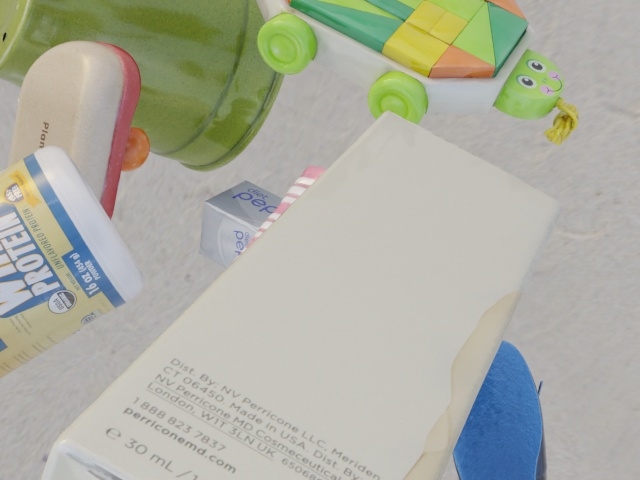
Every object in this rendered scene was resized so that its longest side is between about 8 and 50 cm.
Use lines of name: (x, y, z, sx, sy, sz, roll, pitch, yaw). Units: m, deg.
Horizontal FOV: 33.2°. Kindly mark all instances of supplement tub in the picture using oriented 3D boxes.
supplement tub: (-0.260, 0.030, 0.864, 0.199, 0.144, 0.144, -32, 91, -8)

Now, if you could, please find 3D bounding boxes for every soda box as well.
soda box: (-0.028, 0.023, 1.474, 0.286, 0.091, 0.098, 28, 36, 25)

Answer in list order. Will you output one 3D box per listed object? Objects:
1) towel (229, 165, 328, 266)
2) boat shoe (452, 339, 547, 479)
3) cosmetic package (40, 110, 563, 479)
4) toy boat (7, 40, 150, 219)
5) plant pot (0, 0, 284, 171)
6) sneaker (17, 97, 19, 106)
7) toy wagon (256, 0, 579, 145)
towel: (0.000, 0.000, 0.938, 0.197, 0.144, 0.029, -53, 136, -39)
boat shoe: (0.173, 0.227, 1.059, 0.109, 0.089, 0.258, -2, 87, 10)
cosmetic package: (-0.001, 0.078, 0.470, 0.113, 0.160, 0.309, 29, 34, 9)
toy boat: (-0.262, -0.114, 1.249, 0.151, 0.151, 0.231, -2, 110, -54)
plant pot: (-0.285, -0.307, 1.508, 0.353, 0.366, 0.366, 10, 81, -36)
sneaker: (-0.406, -0.251, 1.884, 0.279, 0.118, 0.107, -19, 77, -53)
toy wagon: (0.109, -0.210, 1.064, 0.344, 0.068, 0.267, 29, 46, 9)
